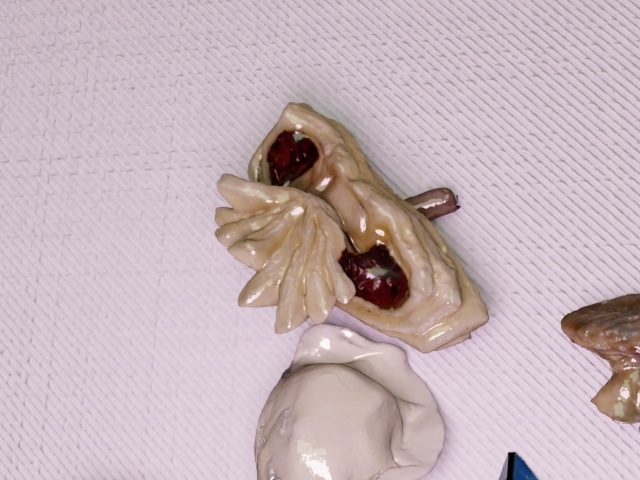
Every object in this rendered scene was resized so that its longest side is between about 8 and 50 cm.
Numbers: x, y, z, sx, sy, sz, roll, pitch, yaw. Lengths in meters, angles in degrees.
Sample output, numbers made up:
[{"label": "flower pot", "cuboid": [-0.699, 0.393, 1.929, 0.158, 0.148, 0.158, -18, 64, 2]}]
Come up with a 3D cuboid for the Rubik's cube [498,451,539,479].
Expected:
[{"label": "Rubik's cube", "cuboid": [0.209, 0.451, 1.826, 0.234, 0.250, 0.284, -48, 69, 19]}]

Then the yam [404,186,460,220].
[{"label": "yam", "cuboid": [0.068, -0.016, 2.077, 0.264, 0.046, 0.046, -21, 68, 10]}]

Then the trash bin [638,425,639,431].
[{"label": "trash bin", "cuboid": [0.451, 0.237, 1.869, 0.092, 0.061, 0.043, -21, 68, 12]}]

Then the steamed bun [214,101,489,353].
[{"label": "steamed bun", "cuboid": [0.000, 0.000, 1.972, 0.247, 0.189, 0.428, -42, 62, 9]}]

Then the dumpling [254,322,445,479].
[{"label": "dumpling", "cuboid": [0.036, 0.266, 1.937, 0.243, 0.187, 0.318, 8, 50, -3]}]

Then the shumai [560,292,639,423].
[{"label": "shumai", "cuboid": [0.410, 0.147, 1.877, 0.209, 0.161, 0.153, -3, 94, 21]}]
